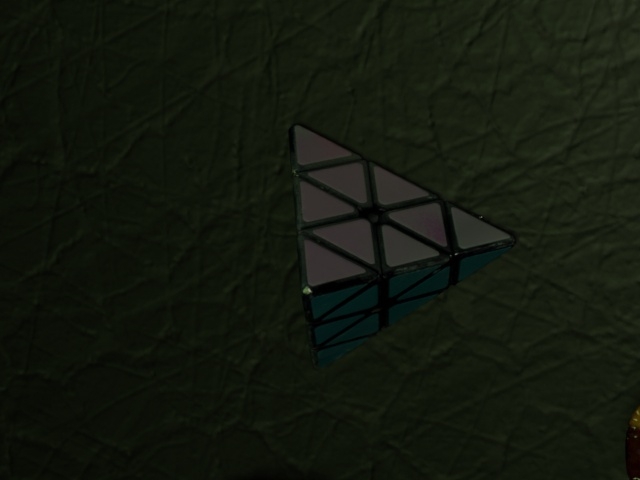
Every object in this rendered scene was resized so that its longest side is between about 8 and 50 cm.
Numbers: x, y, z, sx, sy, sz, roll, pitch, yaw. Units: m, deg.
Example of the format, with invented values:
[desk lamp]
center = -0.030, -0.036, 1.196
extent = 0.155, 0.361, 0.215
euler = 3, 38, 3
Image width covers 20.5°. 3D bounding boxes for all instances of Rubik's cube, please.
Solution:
[Rubik's cube]
center = 0.000, 0.000, 1.399
extent = 0.211, 0.178, 0.190
euler = -38, 85, 21

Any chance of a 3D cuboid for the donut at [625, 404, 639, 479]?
[donut]
center = 0.309, 0.169, 1.393
extent = 0.140, 0.059, 0.140
euler = 4, 104, 17
